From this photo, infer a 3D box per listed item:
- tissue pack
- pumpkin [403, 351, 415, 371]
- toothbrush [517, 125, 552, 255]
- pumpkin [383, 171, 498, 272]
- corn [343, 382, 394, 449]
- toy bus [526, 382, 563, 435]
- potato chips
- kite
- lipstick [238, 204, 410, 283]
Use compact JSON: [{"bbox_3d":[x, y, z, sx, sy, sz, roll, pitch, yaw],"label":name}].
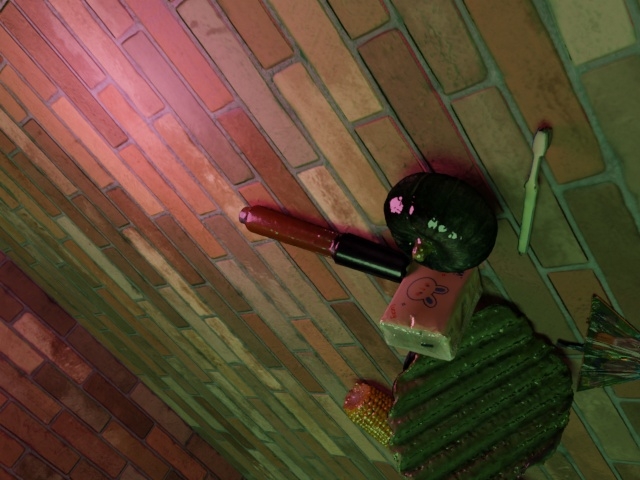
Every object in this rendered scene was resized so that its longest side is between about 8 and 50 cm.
[{"bbox_3d":[0.229,0.131,1.186,0.148,0.196,0.092,9,135,32],"label":"tissue pack"},{"bbox_3d":[0.311,0.321,1.365,0.233,0.163,0.233,20,144,15],"label":"pumpkin"},{"bbox_3d":[0.361,-0.073,0.998,0.026,0.028,0.294,36,149,35],"label":"toothbrush"},{"bbox_3d":[0.212,-0.028,1.057,0.211,0.152,0.212,25,144,20],"label":"pumpkin"},{"bbox_3d":[0.244,0.565,1.708,0.387,0.144,0.144,35,143,-3],"label":"corn"},{"bbox_3d":[0.488,0.411,1.384,0.090,0.112,0.274,26,143,22],"label":"toy bus"},{"bbox_3d":[0.327,0.345,1.220,0.359,0.429,0.070,58,177,1],"label":"potato chips"},{"bbox_3d":[0.599,0.231,1.173,0.233,0.016,0.321,12,138,27],"label":"kite"},{"bbox_3d":[0.000,0.000,1.311,0.418,0.077,0.077,19,141,21],"label":"lipstick"}]
